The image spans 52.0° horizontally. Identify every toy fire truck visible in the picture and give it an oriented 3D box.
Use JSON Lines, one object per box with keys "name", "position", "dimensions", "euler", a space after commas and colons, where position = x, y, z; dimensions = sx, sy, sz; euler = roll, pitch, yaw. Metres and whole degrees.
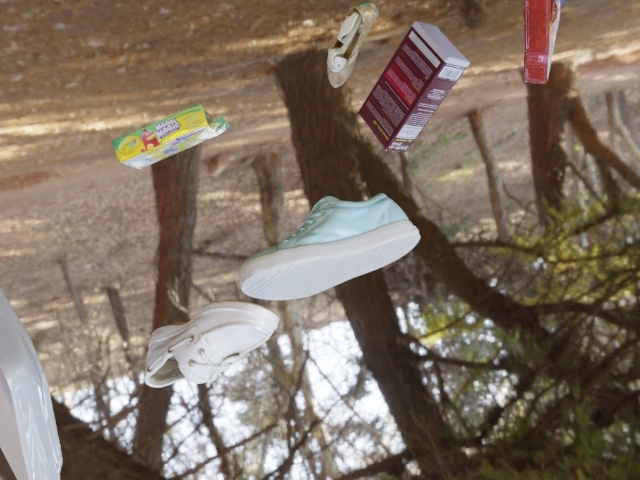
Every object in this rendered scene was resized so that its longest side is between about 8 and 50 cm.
{"name": "toy fire truck", "position": [0.371, -0.445, 1.074], "dimensions": [0.169, 0.302, 0.254], "euler": [7, 153, 20]}

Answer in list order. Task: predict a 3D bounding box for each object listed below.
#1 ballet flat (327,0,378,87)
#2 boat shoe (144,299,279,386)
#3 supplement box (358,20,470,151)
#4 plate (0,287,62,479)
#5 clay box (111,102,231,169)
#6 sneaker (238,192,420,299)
{"name": "ballet flat", "position": [0.052, -0.426, 1.428], "dimensions": [0.067, 0.073, 0.206], "euler": [-14, 141, -45]}
{"name": "boat shoe", "position": [-0.164, 0.163, 0.952], "dimensions": [0.098, 0.096, 0.277], "euler": [34, 140, -29]}
{"name": "supplement box", "position": [0.189, -0.317, 1.378], "dimensions": [0.073, 0.130, 0.239], "euler": [-1, 139, -40]}
{"name": "plate", "position": [-0.351, 0.139, 0.718], "dimensions": [0.045, 0.278, 0.277], "euler": [-22, -132, -33]}
{"name": "clay box", "position": [-0.300, -0.217, 1.348], "dimensions": [0.222, 0.053, 0.127], "euler": [-24, 180, 0]}
{"name": "sneaker", "position": [0.000, 0.000, 1.212], "dimensions": [0.365, 0.150, 0.135], "euler": [-14, 148, -30]}
